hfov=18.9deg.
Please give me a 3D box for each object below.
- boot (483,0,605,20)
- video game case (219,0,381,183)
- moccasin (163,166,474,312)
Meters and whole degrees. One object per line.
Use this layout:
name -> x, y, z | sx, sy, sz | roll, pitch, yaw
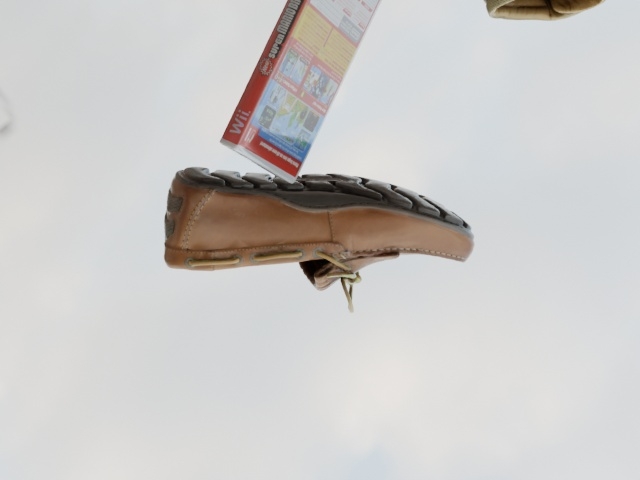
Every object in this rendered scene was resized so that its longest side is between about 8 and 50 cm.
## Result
boot -> 0.250, -0.322, 1.876 | 0.262, 0.203, 0.095 | -12, 161, -21
video game case -> -0.006, -0.210, 2.060 | 0.285, 0.025, 0.204 | -65, 162, -1
moccasin -> 0.001, 0.001, 2.273 | 0.380, 0.147, 0.139 | 2, -165, -25
